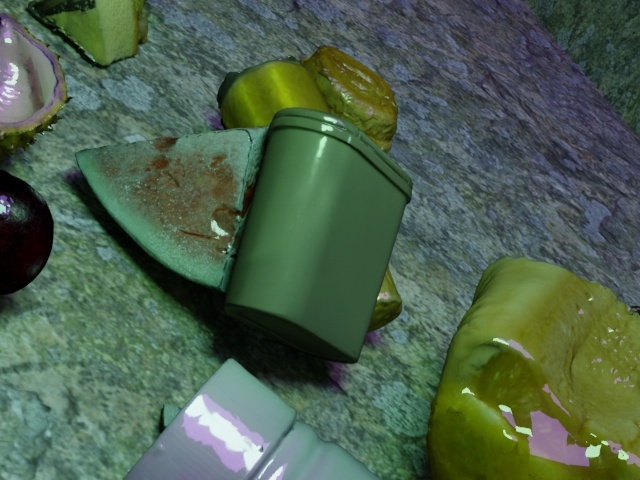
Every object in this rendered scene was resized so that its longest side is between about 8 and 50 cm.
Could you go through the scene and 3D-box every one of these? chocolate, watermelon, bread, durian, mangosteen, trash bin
[{"bbox_3d":[-0.015,-0.059,1.557,0.162,0.162,0.445,12,42,-41],"label":"chocolate"},{"bbox_3d":[-0.145,-0.080,1.361,0.262,0.201,0.213,38,19,12],"label":"watermelon"},{"bbox_3d":[0.280,0.234,1.356,0.361,0.250,0.394,39,31,6],"label":"bread"},{"bbox_3d":[0.038,-0.227,1.885,0.198,0.120,0.236,29,29,-21],"label":"bread"},{"bbox_3d":[-0.421,-0.148,1.240,0.191,0.112,0.341,51,37,3],"label":"durian"},{"bbox_3d":[-0.342,-0.003,1.089,0.152,0.152,0.152,29,29,-18],"label":"mangosteen"},{"bbox_3d":[-0.345,-0.336,1.657,0.152,0.127,0.147,10,24,18],"label":"bread"},{"bbox_3d":[0.000,0.000,1.321,0.121,0.247,0.243,6,-19,33],"label":"trash bin"}]

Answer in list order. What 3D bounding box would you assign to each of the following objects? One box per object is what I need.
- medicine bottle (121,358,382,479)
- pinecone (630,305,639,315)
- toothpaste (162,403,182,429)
[{"bbox_3d":[-0.020,0.281,0.951,0.325,0.212,0.212,39,27,1],"label":"medicine bottle"},{"bbox_3d":[0.513,0.223,1.655,0.244,0.244,0.309,14,29,-39],"label":"pinecone"},{"bbox_3d":[-0.078,0.223,1.160,0.197,0.034,0.057,29,13,-15],"label":"toothpaste"}]
